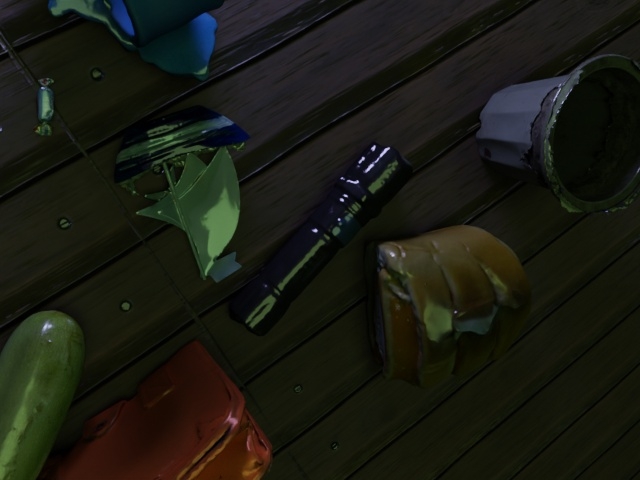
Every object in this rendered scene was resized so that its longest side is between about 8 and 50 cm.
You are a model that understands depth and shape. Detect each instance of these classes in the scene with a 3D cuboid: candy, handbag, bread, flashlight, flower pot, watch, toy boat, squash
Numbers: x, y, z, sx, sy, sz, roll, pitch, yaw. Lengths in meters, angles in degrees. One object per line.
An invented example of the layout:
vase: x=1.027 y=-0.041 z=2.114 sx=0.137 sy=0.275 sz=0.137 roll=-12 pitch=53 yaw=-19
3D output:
candy: x=-0.407 y=-0.196 z=0.804 sx=0.030 sy=0.020 sz=0.083 roll=-1 pitch=100 yaw=-27
handbag: x=-0.290 y=0.352 z=0.815 sx=0.410 sy=0.303 sz=0.116 roll=-38 pitch=120 yaw=-16
bread: x=0.269 y=0.127 z=1.070 sx=0.341 sy=0.210 sz=0.300 roll=-8 pitch=106 yaw=-23
flashlight: x=0.000 y=0.000 z=0.991 sx=0.424 sy=0.103 sz=0.103 roll=-48 pitch=115 yaw=-6
flower pot: x=0.452 y=-0.200 z=1.051 sx=0.290 sy=0.259 sz=0.290 roll=-6 pitch=104 yaw=-24
watch: x=-0.231 y=-0.349 z=0.709 sx=0.241 sy=0.274 sz=0.305 roll=-37 pitch=108 yaw=-13
toy boat: x=-0.223 y=-0.073 z=0.887 sx=0.210 sy=0.070 sz=0.291 roll=2 pitch=103 yaw=-22
squash: x=-0.439 y=0.281 z=0.787 sx=0.118 sy=0.118 sz=0.370 roll=23 pitch=68 yaw=-26
